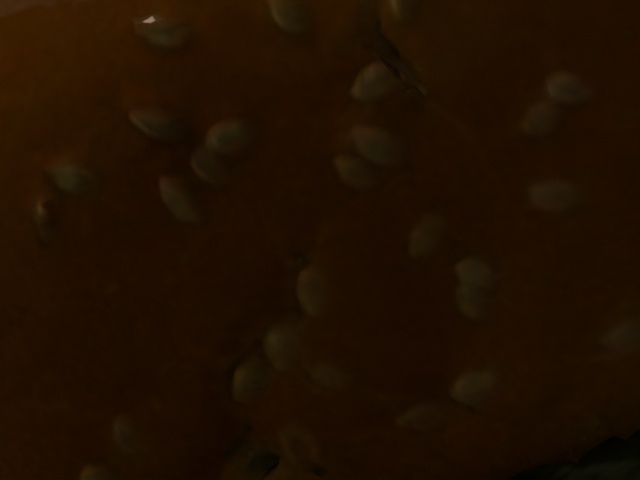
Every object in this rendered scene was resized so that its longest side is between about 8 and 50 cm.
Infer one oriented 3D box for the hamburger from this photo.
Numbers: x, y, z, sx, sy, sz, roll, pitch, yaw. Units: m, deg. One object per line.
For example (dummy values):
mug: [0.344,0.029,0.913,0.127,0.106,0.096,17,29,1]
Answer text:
hamburger: [-0.025,-0.050,0.463,0.446,0.287,0.268,-25,10,11]
